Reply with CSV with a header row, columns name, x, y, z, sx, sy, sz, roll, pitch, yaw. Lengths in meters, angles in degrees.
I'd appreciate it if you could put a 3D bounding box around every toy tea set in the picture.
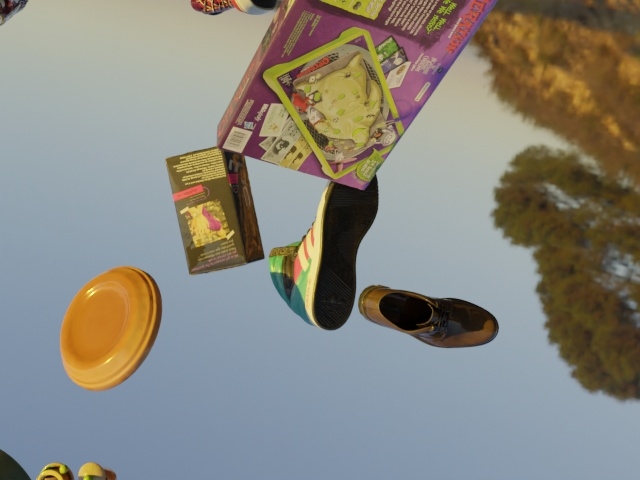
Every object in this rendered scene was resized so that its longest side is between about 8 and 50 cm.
name,x,y,z,sx,sy,sz,roll,pitch,yaw
toy tea set,-0.606,0.628,2.210,0.200,0.336,0.124,32,-173,8

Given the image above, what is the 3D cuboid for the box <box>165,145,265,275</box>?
name,x,y,z,sx,sy,sz,roll,pitch,yaw
box,-0.234,-0.069,2.210,0.143,0.270,0.165,-11,-179,12

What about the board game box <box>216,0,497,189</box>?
name,x,y,z,sx,sy,sz,roll,pitch,yaw
board game box,0.039,-0.210,1.117,0.208,0.346,0.056,18,-137,-20

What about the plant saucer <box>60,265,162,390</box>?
name,x,y,z,sx,sy,sz,roll,pitch,yaw
plant saucer,-0.327,0.128,1.489,0.200,0.200,0.037,25,173,42

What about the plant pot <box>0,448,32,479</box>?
name,x,y,z,sx,sy,sz,roll,pitch,yaw
plant pot,-0.699,0.548,1.758,0.341,0.341,0.334,16,-156,11

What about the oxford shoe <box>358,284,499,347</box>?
name,x,y,z,sx,sy,sz,roll,pitch,yaw
oxford shoe,0.177,0.125,1.511,0.227,0.082,0.096,10,178,-13

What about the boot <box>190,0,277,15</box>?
name,x,y,z,sx,sy,sz,roll,pitch,yaw
boot,-0.173,-0.451,1.825,0.176,0.088,0.244,-16,-160,16

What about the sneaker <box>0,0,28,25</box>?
name,x,y,z,sx,sy,sz,roll,pitch,yaw
sneaker,-0.253,-0.183,0.714,0.084,0.069,0.185,-35,-151,-8

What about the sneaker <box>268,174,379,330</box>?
name,x,y,z,sx,sy,sz,roll,pitch,yaw
sneaker,0.000,0.000,1.684,0.124,0.295,0.178,17,174,-32
